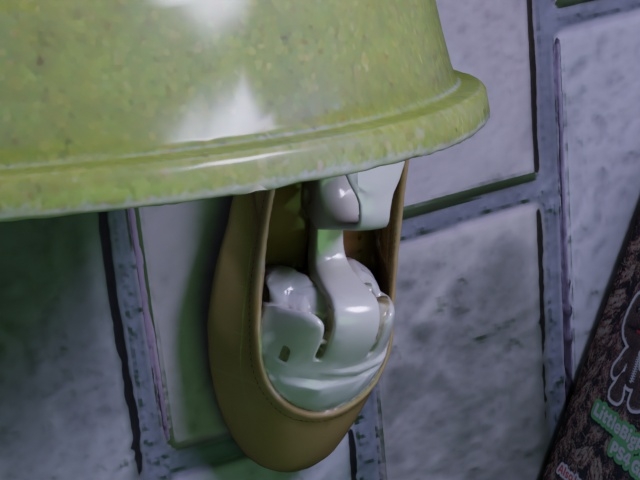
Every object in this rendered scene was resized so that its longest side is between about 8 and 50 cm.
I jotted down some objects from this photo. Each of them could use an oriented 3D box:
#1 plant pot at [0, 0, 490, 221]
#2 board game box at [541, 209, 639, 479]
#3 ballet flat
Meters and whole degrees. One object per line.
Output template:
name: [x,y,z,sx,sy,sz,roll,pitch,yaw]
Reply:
plant pot: [-0.092,-0.152,0.561,0.276,0.276,0.254,-8,102,-24]
board game box: [0.258,0.064,0.869,0.232,0.141,0.291,12,103,-30]
ballet flat: [0.000,0.000,0.756,0.080,0.073,0.232,-7,112,-24]
